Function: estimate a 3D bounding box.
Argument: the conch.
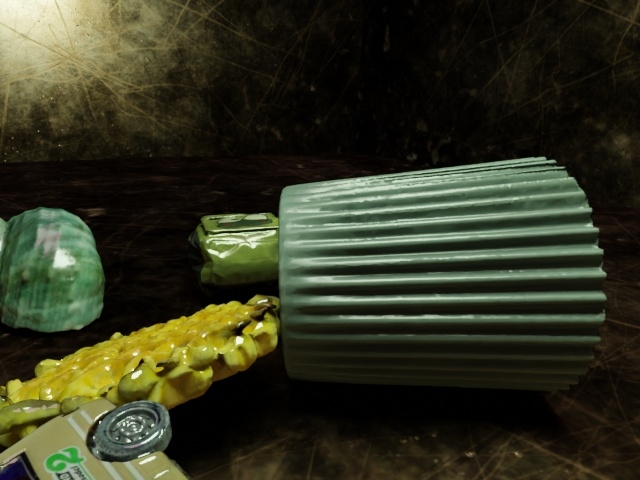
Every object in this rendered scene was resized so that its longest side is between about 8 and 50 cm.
[{"bbox_3d":[-0.470,0.038,0.742,0.278,0.195,0.220,24,43,-15],"label":"conch"}]

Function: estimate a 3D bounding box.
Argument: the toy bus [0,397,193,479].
[{"bbox_3d":[-0.102,0.221,0.250,0.290,0.139,0.157,22,30,38],"label":"toy bus"}]

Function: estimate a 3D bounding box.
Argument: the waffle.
[{"bbox_3d":[-0.195,0.134,0.507,0.330,0.062,0.329,-17,3,1],"label":"waffle"}]

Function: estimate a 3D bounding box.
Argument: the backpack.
[{"bbox_3d":[-0.150,0.017,0.890,0.207,0.139,0.253,-4,12,-19],"label":"backpack"}]

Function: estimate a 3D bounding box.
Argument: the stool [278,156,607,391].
[{"bbox_3d":[0.119,0.049,0.603,0.331,0.296,0.297,-3,18,-1],"label":"stool"}]
